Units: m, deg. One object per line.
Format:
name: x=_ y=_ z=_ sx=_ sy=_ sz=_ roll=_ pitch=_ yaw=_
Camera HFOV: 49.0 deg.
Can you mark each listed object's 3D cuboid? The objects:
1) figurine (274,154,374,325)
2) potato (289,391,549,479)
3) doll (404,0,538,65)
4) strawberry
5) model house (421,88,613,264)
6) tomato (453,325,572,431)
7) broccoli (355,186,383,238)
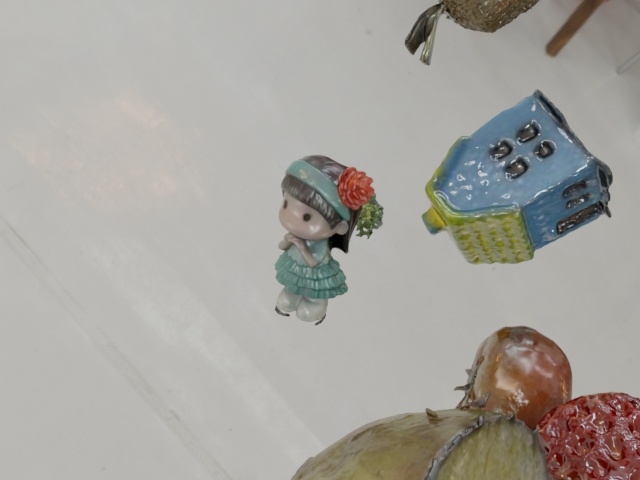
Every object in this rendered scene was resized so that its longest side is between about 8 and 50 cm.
figurine: x=0.000 y=0.000 z=0.980 sx=0.137 sy=0.246 sz=0.110 roll=23 pitch=30 yaw=26
potato: x=0.071 y=0.308 z=0.762 sx=0.288 sy=0.237 sz=0.301 roll=2 pitch=89 yaw=-46
doll: x=0.170 y=-0.268 z=0.694 sx=0.221 sy=0.115 sz=0.105 roll=-32 pitch=107 yaw=5
strawberry: x=0.372 y=0.350 z=0.846 sx=0.295 sy=0.317 sz=0.345 roll=16 pitch=52 yaw=-44
model house: x=0.331 y=-0.086 z=1.265 sx=0.303 sy=0.237 sz=0.216 roll=-30 pitch=61 yaw=9
tomato: x=0.305 y=0.216 z=1.096 sx=0.180 sy=0.155 sz=0.214 roll=10 pitch=26 yaw=11
broccoli: x=0.045 y=-0.053 z=1.096 sx=0.092 sy=0.095 sz=0.097 roll=-46 pitch=109 yaw=-2
